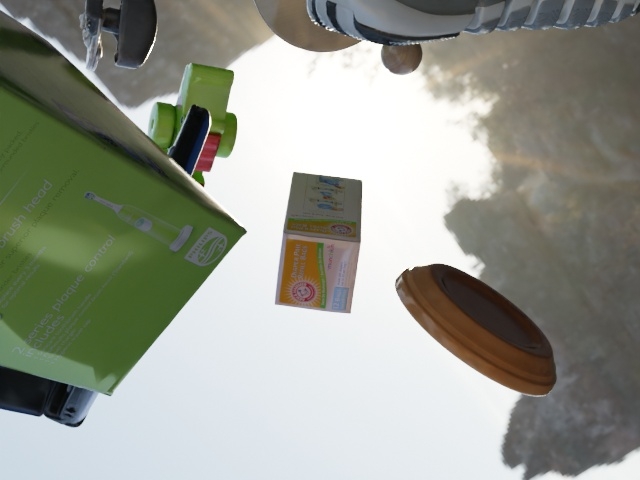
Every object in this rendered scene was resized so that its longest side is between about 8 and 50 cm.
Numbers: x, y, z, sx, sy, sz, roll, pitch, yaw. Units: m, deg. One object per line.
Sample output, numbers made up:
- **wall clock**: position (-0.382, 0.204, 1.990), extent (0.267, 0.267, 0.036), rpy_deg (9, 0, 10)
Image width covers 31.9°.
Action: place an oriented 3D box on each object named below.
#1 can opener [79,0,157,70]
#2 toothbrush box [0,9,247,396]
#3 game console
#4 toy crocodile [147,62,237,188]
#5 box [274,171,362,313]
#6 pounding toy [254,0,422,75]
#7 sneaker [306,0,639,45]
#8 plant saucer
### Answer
- **can opener**: position (-0.237, -0.320, 1.326), extent (0.095, 0.076, 0.283), rpy_deg (9, -119, -16)
- **toothbrush box**: position (-0.196, -0.058, 0.517), extent (0.206, 0.122, 0.283), rpy_deg (42, -177, 29)
- **game console**: position (-0.249, 0.010, 1.072), extent (0.173, 0.250, 0.293), rpy_deg (23, -120, -10)
- **toy crocodile**: position (-0.196, -0.092, 1.552), extent (0.115, 0.341, 0.105), rpy_deg (11, -146, -24)
- **box**: position (0.000, 0.000, 1.524), extent (0.203, 0.103, 0.114), rpy_deg (-84, 2, -65)
- **pounding toy**: position (0.035, -0.317, 1.410), extent (0.236, 0.183, 0.110), rpy_deg (20, -172, 4)
- **sneaker**: position (0.095, -0.172, 0.540), extent (0.228, 0.132, 0.086), rpy_deg (-17, -150, -39)
- **plant saucer**: position (0.170, 0.085, 1.180), extent (0.200, 0.037, 0.200), rpy_deg (30, -162, -11)
